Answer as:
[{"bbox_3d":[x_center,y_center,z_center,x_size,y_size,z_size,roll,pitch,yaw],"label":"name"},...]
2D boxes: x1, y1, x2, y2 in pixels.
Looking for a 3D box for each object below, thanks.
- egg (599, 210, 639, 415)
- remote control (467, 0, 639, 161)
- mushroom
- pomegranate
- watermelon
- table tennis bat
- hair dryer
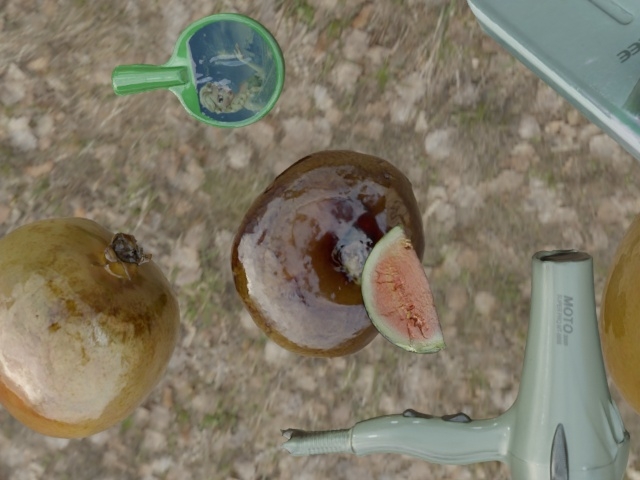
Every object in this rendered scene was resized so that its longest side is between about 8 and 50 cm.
[{"bbox_3d":[0.423,0.045,1.227,0.282,0.282,0.351,39,111,-10],"label":"egg"},{"bbox_3d":[0.169,-0.108,0.707,0.104,0.247,0.052,-35,138,-4],"label":"remote control"},{"bbox_3d":[-0.002,0.020,1.740,0.267,0.267,0.254,49,153,-14],"label":"mushroom"},{"bbox_3d":[-0.330,0.111,1.785,0.319,0.319,0.319,3,115,7],"label":"pomegranate"},{"bbox_3d":[0.084,0.073,1.601,0.087,0.069,0.163,-40,65,52],"label":"watermelon"},{"bbox_3d":[-0.173,-0.234,1.844,0.257,0.039,0.160,-3,102,16],"label":"table tennis bat"},{"bbox_3d":[0.113,0.100,0.994,0.267,0.092,0.229,17,108,10],"label":"hair dryer"}]
